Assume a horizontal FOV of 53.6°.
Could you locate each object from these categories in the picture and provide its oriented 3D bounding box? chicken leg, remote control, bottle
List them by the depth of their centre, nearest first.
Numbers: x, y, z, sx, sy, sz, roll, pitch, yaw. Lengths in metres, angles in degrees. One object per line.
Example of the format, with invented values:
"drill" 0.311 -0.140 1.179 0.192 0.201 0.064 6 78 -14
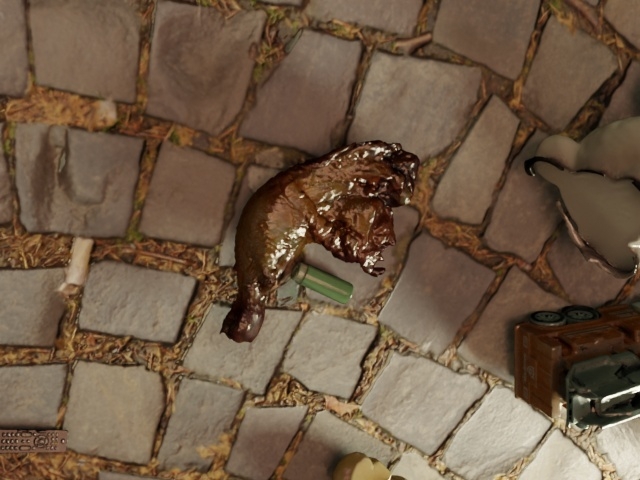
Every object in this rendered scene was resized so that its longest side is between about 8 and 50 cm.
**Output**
"chicken leg" -0.008 -0.010 0.796 0.322 0.083 0.178 -27 101 -9
"remote control" -0.366 0.251 0.799 0.091 0.016 0.034 5 85 -16
"bottle" 0.003 0.056 0.846 0.083 0.030 0.030 26 94 -17

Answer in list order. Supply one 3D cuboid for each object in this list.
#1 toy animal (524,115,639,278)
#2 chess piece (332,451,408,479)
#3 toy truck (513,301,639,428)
"toy animal" 0.488 -0.125 0.872 0.357 0.194 0.258 -39 85 -20
"chess piece" 0.165 0.452 0.928 0.117 0.117 0.397 -46 102 -2
"toy truck" 0.466 0.173 0.911 0.338 0.184 0.133 -8 105 -13
